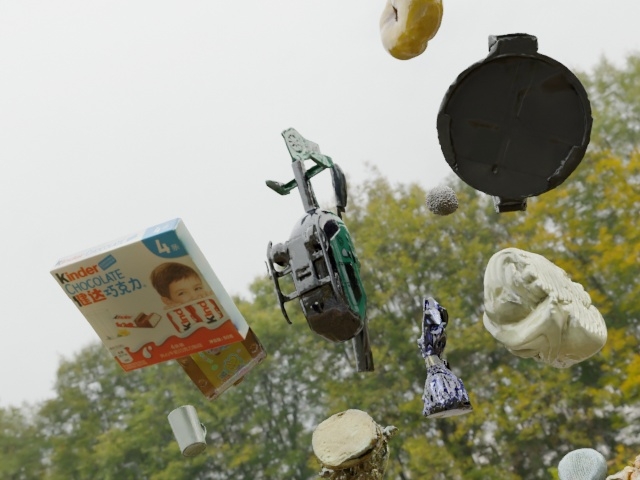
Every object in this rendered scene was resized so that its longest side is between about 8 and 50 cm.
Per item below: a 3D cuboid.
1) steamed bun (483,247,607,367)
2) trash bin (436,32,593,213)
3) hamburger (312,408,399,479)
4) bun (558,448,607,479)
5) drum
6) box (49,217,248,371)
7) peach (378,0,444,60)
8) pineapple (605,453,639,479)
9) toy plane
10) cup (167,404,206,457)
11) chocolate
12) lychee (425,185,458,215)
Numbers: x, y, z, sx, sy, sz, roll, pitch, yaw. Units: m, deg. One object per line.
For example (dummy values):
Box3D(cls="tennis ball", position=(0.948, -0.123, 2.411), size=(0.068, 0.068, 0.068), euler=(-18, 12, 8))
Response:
Box3D(cls="steamed bun", position=(0.600, 0.215, 2.090), size=(0.352, 0.339, 0.247), euler=(22, -59, -32))
Box3D(cls="trash bin", position=(0.278, -0.159, 1.105), size=(0.203, 0.252, 0.301), euler=(-3, 5, 11))
Box3D(cls="hamburger", position=(0.077, 0.424, 1.525), size=(0.185, 0.159, 0.131), euler=(-28, -58, 4))
Box3D(cls="bun", position=(0.435, 0.383, 1.236), size=(0.083, 0.083, 0.045), euler=(-33, -54, 24))
Box3D(cls="drum", position=(-0.365, 0.246, 2.186), size=(0.214, 0.431, 0.431), euler=(-40, -18, -13))
Box3D(cls="box", position=(-0.310, 0.108, 1.371), size=(0.273, 0.048, 0.265), euler=(-18, -61, 20))
Box3D(cls="peach", position=(0.193, -0.474, 1.605), size=(0.103, 0.179, 0.179), euler=(9, -33, -20))
Box3D(cls="pineapple", position=(0.670, 0.450, 1.330), size=(0.334, 0.158, 0.161), euler=(21, -17, -14))
Box3D(cls="toy plane", position=(0.000, 0.000, 1.073), size=(0.106, 0.381, 0.155), euler=(-29, -22, 29))
Box3D(cls="cup", position=(-0.248, 0.366, 1.421), size=(0.054, 0.083, 0.075), euler=(-26, -38, -7))
Box3D(cls="chocolate", position=(0.313, 0.315, 2.022), size=(0.126, 0.343, 0.148), euler=(-22, -36, 20))
Box3D(cls="lychee", position=(0.261, -0.084, 1.611), size=(0.067, 0.068, 0.083), euler=(-35, 8, 17))
